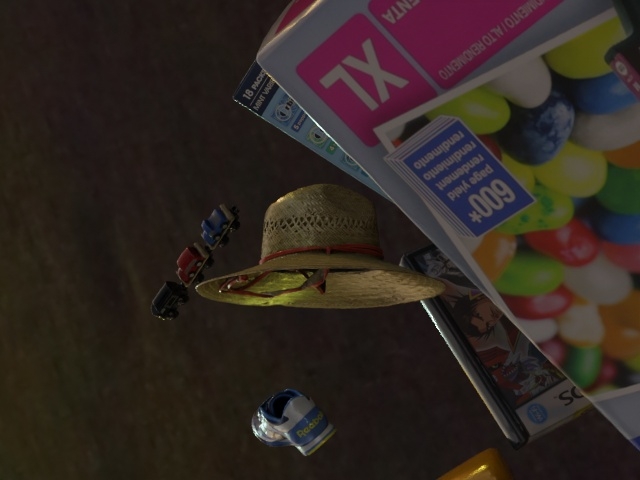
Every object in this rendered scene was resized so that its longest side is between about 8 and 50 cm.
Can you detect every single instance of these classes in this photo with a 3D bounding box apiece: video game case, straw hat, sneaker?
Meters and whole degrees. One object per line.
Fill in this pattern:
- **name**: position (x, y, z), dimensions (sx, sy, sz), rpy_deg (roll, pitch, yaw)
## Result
- **video game case**: position (0.271, 0.088, 1.515), dimensions (0.274, 0.248, 0.035), rpy_deg (59, 157, 20)
- **straw hat**: position (0.000, 0.000, 0.708), dimensions (0.144, 0.145, 0.061), rpy_deg (146, 126, -67)
- **sneaker**: position (-0.036, 0.175, 1.233), dimensions (0.059, 0.053, 0.144), rpy_deg (51, 157, -15)

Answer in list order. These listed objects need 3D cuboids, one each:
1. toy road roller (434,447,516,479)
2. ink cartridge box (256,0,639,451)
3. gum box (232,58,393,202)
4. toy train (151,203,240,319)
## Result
- **toy road roller**: position (0.225, 0.407, 1.482), dimensions (0.240, 0.202, 0.329), rpy_deg (53, -170, -7)
- **ink cartridge box**: position (0.148, -0.019, 0.455), dimensions (0.311, 0.065, 0.186), rpy_deg (43, 127, -14)
- **gum box**: position (0.031, -0.076, 0.988), dimensions (0.184, 0.041, 0.157), rpy_deg (32, -174, 7)
- **toy train**: position (-0.135, 0.023, 1.298), dimensions (0.158, 0.036, 0.027), rpy_deg (-54, 49, 22)
